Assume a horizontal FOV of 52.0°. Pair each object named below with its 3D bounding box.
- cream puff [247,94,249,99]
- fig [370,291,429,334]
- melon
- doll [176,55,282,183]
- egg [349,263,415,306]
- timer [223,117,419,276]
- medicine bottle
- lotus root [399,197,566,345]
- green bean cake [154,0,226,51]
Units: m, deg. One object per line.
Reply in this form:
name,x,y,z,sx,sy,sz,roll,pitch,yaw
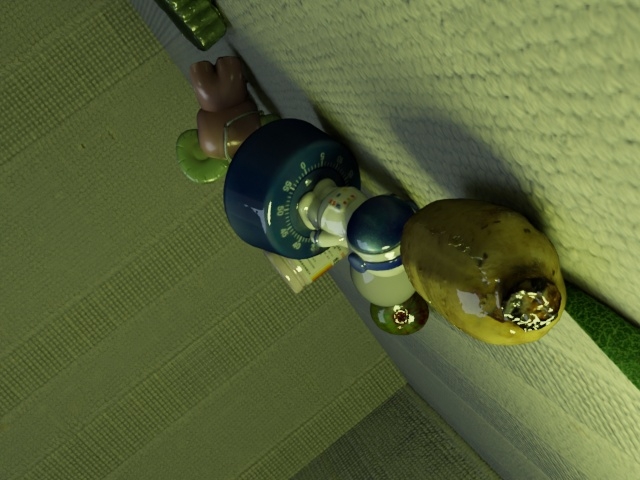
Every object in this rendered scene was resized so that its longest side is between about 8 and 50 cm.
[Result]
cream puff,-0.252,-0.393,1.869,0.146,0.116,0.146,32,145,26
fig,0.204,0.154,1.693,0.149,0.149,0.245,53,-167,-7
melon,0.330,0.109,0.749,0.114,0.053,0.262,33,-167,-42
doll,-0.232,-0.286,1.641,0.216,0.284,0.268,78,179,-77
egg,0.132,0.053,1.334,0.146,0.146,0.199,49,165,31
timer,0.032,-0.054,1.199,0.383,0.270,0.270,28,159,43
medicine bottle,0.000,0.000,1.535,0.133,0.249,0.133,50,173,8
lotus root,0.190,0.032,0.774,0.160,0.146,0.284,46,-179,-17
green bean cake,-0.297,-0.520,1.467,0.185,0.094,0.183,55,173,-26
